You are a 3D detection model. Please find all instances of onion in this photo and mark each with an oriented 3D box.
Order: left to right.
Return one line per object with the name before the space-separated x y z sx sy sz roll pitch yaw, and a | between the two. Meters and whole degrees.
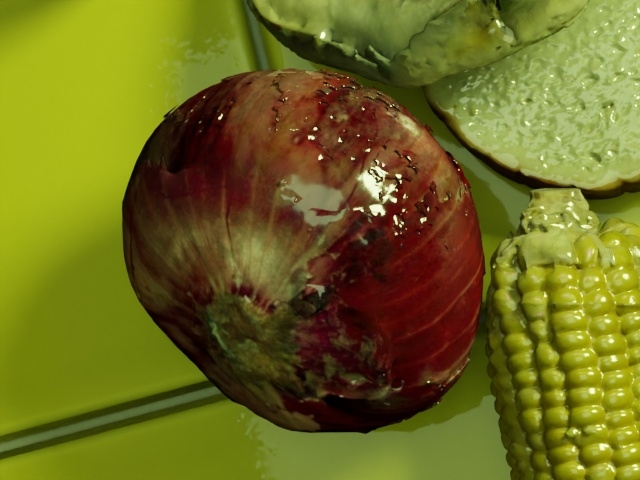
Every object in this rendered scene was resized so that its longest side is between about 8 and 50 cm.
onion | 0.000 0.000 1.165 0.252 0.219 0.252 17 125 26

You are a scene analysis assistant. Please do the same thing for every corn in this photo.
corn | 0.182 0.135 1.135 0.130 0.130 0.347 -12 88 11

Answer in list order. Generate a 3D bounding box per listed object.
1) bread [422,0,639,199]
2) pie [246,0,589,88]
bread | 0.179 -0.139 1.192 0.236 0.070 0.236 -1 85 13
pie | 0.078 -0.250 1.172 0.337 0.075 0.337 -18 59 33
